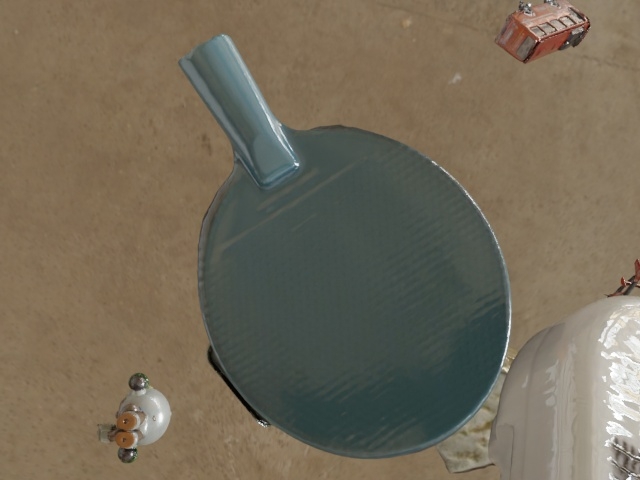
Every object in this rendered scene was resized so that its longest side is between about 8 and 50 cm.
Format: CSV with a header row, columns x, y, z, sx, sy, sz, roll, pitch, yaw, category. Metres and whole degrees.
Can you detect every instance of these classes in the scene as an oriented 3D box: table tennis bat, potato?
x,y,z,sx,sy,sz,roll,pitch,yaw,category
0.000,0.000,0.580,0.215,0.044,0.329,-32,85,4,table tennis bat
0.219,0.182,1.188,0.190,0.264,0.211,-26,114,4,potato

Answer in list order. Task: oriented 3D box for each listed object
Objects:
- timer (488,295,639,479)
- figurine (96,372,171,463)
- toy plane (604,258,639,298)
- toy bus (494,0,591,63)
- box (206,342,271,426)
x,y,z,sx,sy,sz,roll,pitch,yaw,category
0.170,0.163,0.350,0.237,0.087,0.262,29,49,-14,timer
-0.302,0.289,1.311,0.094,0.197,0.147,8,86,9,figurine
0.452,0.093,1.227,0.037,0.145,0.060,15,39,-9,toy plane
0.398,-0.377,1.446,0.235,0.073,0.096,-25,66,-44,toy bus
-0.040,0.124,0.763,0.084,0.069,0.122,-43,116,-16,box
